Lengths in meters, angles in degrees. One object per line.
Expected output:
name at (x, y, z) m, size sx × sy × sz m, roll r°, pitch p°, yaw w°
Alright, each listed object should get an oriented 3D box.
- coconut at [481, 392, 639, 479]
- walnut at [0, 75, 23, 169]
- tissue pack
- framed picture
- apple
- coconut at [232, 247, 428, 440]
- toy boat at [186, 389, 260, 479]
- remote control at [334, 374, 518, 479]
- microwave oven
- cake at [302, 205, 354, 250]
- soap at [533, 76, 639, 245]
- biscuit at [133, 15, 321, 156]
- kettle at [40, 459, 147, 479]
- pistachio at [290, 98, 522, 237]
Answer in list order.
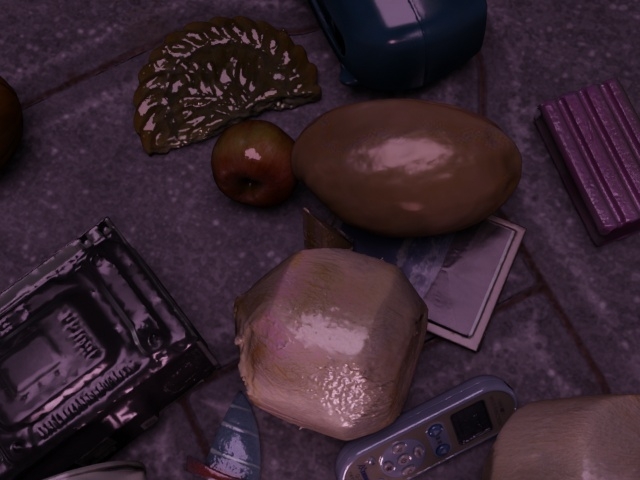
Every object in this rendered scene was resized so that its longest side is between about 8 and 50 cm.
coconut at (0.318, 0.289, 1.143) m, size 0.245 × 0.247 × 0.245 m, roll 5°, pitch 81°, yaw -33°
walnut at (-0.508, -0.152, 1.418) m, size 0.207 × 0.167 × 0.167 m, roll -26°, pitch 71°, yaw -2°
tissue pack at (0.082, -0.351, 1.418) m, size 0.206 × 0.198 × 0.287 m, roll -25°, pitch 74°, yaw -6°
framed picture at (0.124, 0.019, 1.386) m, size 0.260 × 0.023 × 0.189 m, roll 22°, pitch 76°, yaw 12°
apple at (-0.084, -0.104, 1.386) m, size 0.126 × 0.126 × 0.102 m, roll 12°, pitch 55°, yaw 8°
coconut at (0.002, 0.122, 1.255) m, size 0.230 × 0.227 × 0.227 m, roll 15°, pitch 73°, yaw 13°
toy boat at (-0.107, 0.253, 1.317) m, size 0.096 × 0.034 × 0.122 m, roll 23°, pitch 73°, yaw 5°
remote control at (0.129, 0.240, 1.279) m, size 0.244 × 0.087 × 0.047 m, roll -26°, pitch 31°, yaw -5°
microwave oven at (-0.311, 0.150, 1.289) m, size 0.295 × 0.181 × 0.237 m, roll -37°, pitch 72°, yaw -8°
cake at (0.000, 0.000, 1.329) m, size 0.065 × 0.121 × 0.052 m, roll -46°, pitch 67°, yaw -1°
soap at (0.381, -0.106, 1.383) m, size 0.122 × 0.065 × 0.203 m, roll -20°, pitch 71°, yaw -3°
biscuit at (-0.150, -0.239, 1.483) m, size 0.273 × 0.036 × 0.187 m, roll -23°, pitch 71°, yaw -4°
kettle at (-0.268, 0.445, 1.199) m, size 0.205 × 0.265 × 0.318 m, roll -7°, pitch 67°, yaw -35°
pistachio at (0.107, -0.093, 1.322) m, size 0.293 × 0.162 × 0.181 m, roll 2°, pitch 109°, yaw 9°
